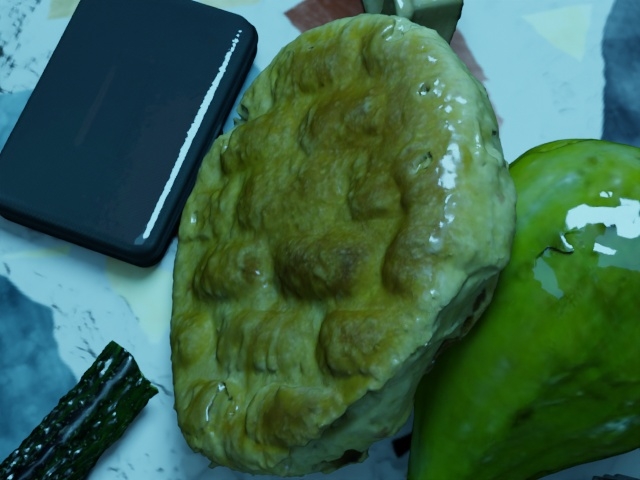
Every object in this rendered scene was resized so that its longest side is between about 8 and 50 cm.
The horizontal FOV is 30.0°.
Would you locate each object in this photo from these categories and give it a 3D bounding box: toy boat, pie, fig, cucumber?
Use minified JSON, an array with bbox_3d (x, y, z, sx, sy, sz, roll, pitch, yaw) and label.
[{"bbox_3d":[0.064,-0.245,1.000,0.061,0.116,0.188,-11,72,-7],"label":"toy boat"},{"bbox_3d":[0.000,0.000,0.836,0.083,0.339,0.339,22,65,-35],"label":"pie"},{"bbox_3d":[0.162,0.067,0.820,0.233,0.233,0.314,42,70,15],"label":"fig"},{"bbox_3d":[-0.200,0.160,0.887,0.058,0.058,0.187,40,76,14],"label":"cucumber"}]

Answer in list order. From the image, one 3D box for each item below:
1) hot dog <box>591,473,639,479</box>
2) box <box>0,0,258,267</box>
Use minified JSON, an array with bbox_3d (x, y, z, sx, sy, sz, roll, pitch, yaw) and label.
[{"bbox_3d":[0.167,0.257,0.795,0.268,0.075,0.144,-34,83,-34],"label":"hot dog"},{"bbox_3d":[-0.162,-0.103,0.985,0.160,0.050,0.230,19,71,10],"label":"box"}]
